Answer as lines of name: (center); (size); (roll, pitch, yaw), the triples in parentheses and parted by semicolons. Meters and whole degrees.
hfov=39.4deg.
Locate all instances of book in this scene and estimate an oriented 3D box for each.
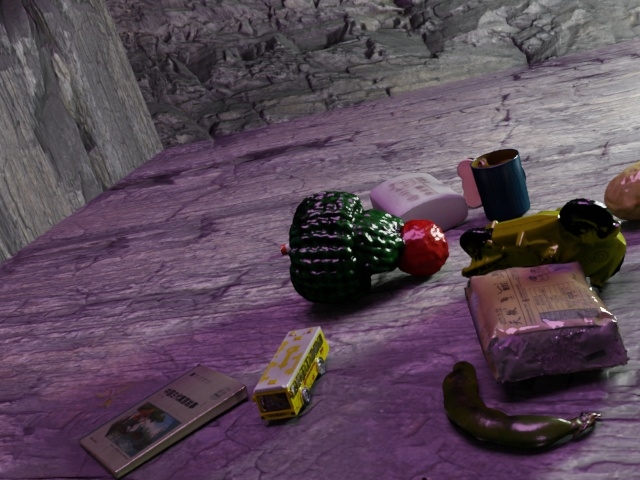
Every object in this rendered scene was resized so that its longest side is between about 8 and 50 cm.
book: (-0.297, 0.331, 1.679); (0.282, 0.025, 0.215); (-31, 22, -27)

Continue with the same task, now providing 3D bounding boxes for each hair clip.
hair clip: (0.416, -0.147, 2.189); (0.102, 0.123, 0.138); (-9, 4, -43)

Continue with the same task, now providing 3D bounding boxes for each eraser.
eraser: (0.238, -0.091, 2.223); (0.174, 0.095, 0.270); (-18, 20, -6)

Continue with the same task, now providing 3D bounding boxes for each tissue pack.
tissue pack: (0.358, 0.123, 1.457); (0.215, 0.123, 0.257); (-9, 17, 5)

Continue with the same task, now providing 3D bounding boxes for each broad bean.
broad bean: (0.266, 0.252, 1.343); (0.144, 0.049, 0.292); (-22, 20, -30)

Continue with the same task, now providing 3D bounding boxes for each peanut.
peanut: (0.727, -0.133, 1.832); (0.319, 0.147, 0.147); (-26, 20, -3)

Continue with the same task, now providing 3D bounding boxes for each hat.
hat: (0.106, 0.004, 1.907); (0.332, 0.242, 0.274); (-2, 35, 9)

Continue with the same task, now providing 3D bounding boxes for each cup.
cup: (0.435, -0.134, 2.082); (0.150, 0.138, 0.113); (-25, 20, -16)

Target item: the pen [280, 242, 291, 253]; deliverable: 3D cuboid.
pen: (0.000, 0.000, 2.298); (0.218, 0.026, 0.026); (-13, 20, 15)

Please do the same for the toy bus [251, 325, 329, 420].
toy bus: (-0.046, 0.239, 1.620); (0.081, 0.074, 0.226); (-10, 20, 22)

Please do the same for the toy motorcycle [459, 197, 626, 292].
toy motorcycle: (0.423, 0.014, 1.653); (0.342, 0.206, 0.142); (-17, 34, 51)

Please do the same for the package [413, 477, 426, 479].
package: (0.042, 0.389, 1.157); (0.204, 0.062, 0.251); (-14, 16, 10)
